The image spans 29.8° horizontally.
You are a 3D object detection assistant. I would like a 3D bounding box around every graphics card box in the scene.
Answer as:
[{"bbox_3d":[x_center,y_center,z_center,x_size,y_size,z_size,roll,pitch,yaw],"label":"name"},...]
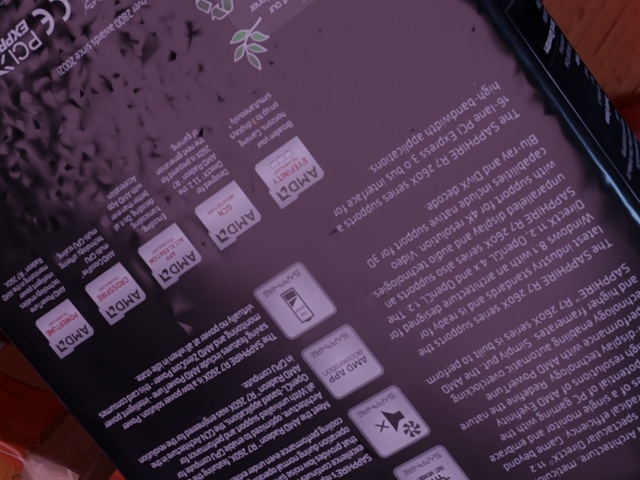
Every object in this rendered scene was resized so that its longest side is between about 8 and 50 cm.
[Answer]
[{"bbox_3d":[0.000,0.000,0.456,0.233,0.094,0.371,-34,100,24],"label":"graphics card box"}]

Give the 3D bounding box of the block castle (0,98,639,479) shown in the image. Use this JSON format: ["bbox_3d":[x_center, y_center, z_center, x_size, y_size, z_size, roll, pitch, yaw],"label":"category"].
[{"bbox_3d":[-0.039,0.005,0.638,0.453,0.213,0.303,22,115,5],"label":"block castle"}]

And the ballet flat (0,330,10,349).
[{"bbox_3d":[-0.148,0.124,0.863,0.250,0.058,0.084,23,105,5],"label":"ballet flat"}]
